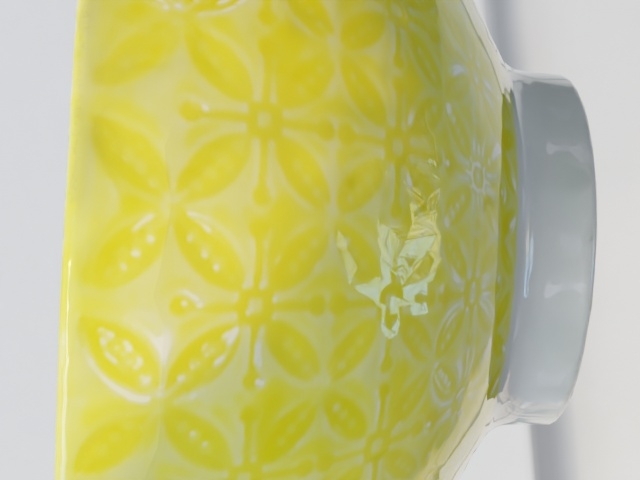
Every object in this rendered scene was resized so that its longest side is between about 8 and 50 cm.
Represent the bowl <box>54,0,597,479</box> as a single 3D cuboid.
[{"bbox_3d":[0.000,0.000,0.585,0.156,0.289,0.289,2,173,-6],"label":"bowl"}]
